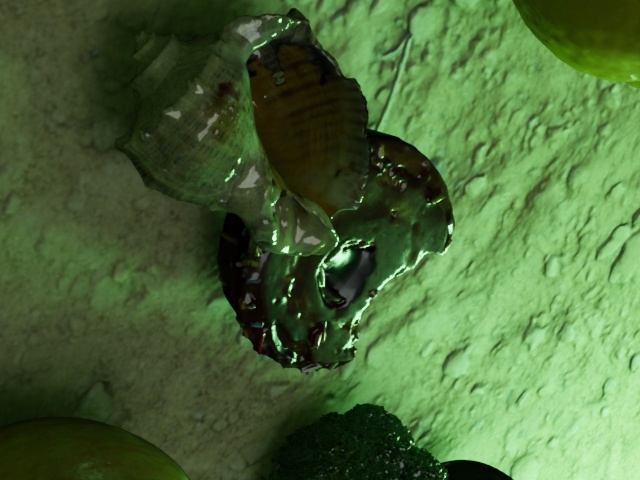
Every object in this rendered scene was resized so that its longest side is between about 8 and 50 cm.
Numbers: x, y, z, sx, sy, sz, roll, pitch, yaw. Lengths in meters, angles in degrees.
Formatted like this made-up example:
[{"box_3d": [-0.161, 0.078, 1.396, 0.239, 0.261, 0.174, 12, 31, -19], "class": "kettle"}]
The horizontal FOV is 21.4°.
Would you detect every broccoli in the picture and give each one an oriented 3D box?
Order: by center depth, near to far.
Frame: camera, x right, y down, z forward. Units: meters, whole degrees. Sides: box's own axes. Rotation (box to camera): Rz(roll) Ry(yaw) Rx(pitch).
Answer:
[{"box_3d": [0.034, 0.255, 1.662, 0.195, 0.195, 0.156, -40, 162, -11], "class": "broccoli"}]

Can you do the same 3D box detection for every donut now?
[{"box_3d": [0.001, -0.001, 1.512, 0.216, 0.096, 0.230, 27, 100, -43], "class": "donut"}]

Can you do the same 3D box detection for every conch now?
[{"box_3d": [-0.054, -0.088, 1.348, 0.178, 0.163, 0.245, -37, 113, 11], "class": "conch"}]

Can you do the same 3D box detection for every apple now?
[{"box_3d": [-0.224, 0.275, 1.408, 0.264, 0.264, 0.264, -21, 129, -27], "class": "apple"}]

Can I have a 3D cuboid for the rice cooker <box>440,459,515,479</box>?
[{"box_3d": [0.155, 0.369, 1.780, 0.267, 0.224, 0.267, -14, 130, -17], "class": "rice cooker"}]

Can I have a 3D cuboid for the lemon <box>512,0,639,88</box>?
[{"box_3d": [0.301, -0.287, 1.402, 0.348, 0.348, 0.348, -21, 129, -27], "class": "lemon"}]
